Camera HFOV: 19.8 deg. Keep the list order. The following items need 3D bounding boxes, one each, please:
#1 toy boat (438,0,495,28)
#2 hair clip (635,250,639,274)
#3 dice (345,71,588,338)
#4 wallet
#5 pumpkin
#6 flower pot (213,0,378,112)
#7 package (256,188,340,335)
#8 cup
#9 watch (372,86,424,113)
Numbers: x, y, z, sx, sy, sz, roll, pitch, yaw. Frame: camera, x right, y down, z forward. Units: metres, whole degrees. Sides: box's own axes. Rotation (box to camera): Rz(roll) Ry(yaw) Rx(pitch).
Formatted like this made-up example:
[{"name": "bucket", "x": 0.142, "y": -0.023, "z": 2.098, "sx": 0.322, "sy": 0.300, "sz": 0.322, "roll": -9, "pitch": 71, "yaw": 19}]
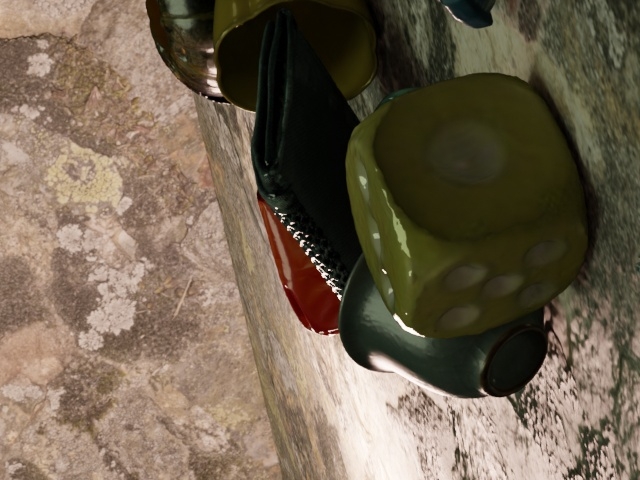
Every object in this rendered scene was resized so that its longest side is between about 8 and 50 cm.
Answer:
[{"name": "toy boat", "x": 0.108, "y": -0.284, "z": 1.555, "sx": 0.102, "sy": 0.088, "sz": 0.215, "roll": -26, "pitch": -80, "yaw": -65}, {"name": "hair clip", "x": 0.255, "y": 0.060, "z": 1.362, "sx": 0.030, "sy": 0.039, "sz": 0.115, "roll": 97, "pitch": 158, "yaw": -55}, {"name": "dice", "x": 0.123, "y": -0.028, "z": 1.570, "sx": 0.169, "sy": 0.169, "sz": 0.166, "roll": 90, "pitch": 162, "yaw": -60}, {"name": "wallet", "x": 0.004, "y": -0.063, "z": 2.047, "sx": 0.342, "sy": 0.075, "sz": 0.237, "roll": 55, "pitch": -152, "yaw": -49}, {"name": "pumpkin", "x": -0.148, "y": -0.353, "z": 2.551, "sx": 0.320, "sy": 0.192, "sz": 0.320, "roll": 166, "pitch": 90, "yaw": -82}, {"name": "flower pot", "x": -0.035, "y": -0.267, "z": 2.120, "sx": 0.195, "sy": 0.195, "sz": 0.179, "roll": 85, "pitch": 178, "yaw": -50}, {"name": "package", "x": 0.001, "y": 0.000, "z": 2.383, "sx": 0.423, "sy": 0.123, "sz": 0.196, "roll": -104, "pitch": -3, "yaw": -81}, {"name": "cup", "x": 0.137, "y": 0.077, "z": 1.734, "sx": 0.150, "sy": 0.199, "sz": 0.199, "roll": 40, "pitch": 149, "yaw": 42}, {"name": "watch", "x": 0.102, "y": -0.058, "z": 1.964, "sx": 0.237, "sy": 0.068, "sz": 0.195, "roll": 147, "pitch": 108, "yaw": -79}]
